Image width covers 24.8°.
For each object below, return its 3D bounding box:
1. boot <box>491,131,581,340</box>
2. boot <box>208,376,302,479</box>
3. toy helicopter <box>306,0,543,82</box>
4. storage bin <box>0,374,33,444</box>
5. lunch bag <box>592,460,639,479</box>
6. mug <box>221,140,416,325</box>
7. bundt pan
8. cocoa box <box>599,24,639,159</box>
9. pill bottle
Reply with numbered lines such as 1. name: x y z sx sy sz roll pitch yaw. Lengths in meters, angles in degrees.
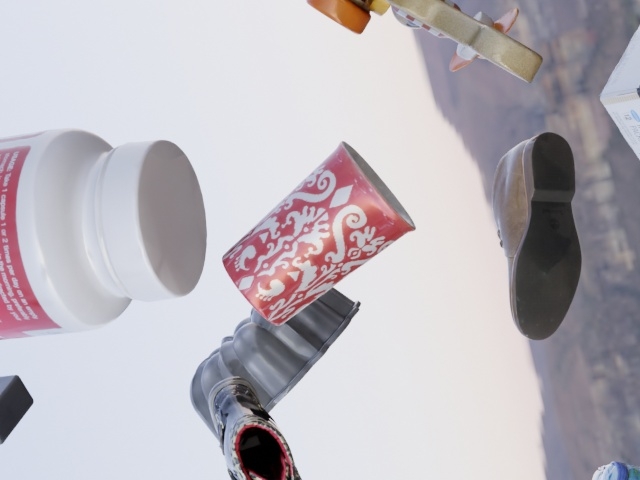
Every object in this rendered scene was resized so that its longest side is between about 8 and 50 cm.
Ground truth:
1. boot: 0.311 0.000 2.157 0.115 0.112 0.305 -14 68 58
2. boot: -0.064 0.294 1.775 0.178 0.085 0.236 -143 29 -76
3. toy helicopter: 0.159 -0.260 1.766 0.235 0.140 0.355 26 -170 -37
4. storage bin: -0.491 0.249 2.136 0.098 0.091 0.135 64 -151 -22
5. lunch bag: 0.348 0.347 1.676 0.219 0.090 0.176 64 -143 -81
6. mug: 0.003 0.006 1.455 0.150 0.169 0.113 41 -168 -52
7. bundt pan: -0.089 0.178 2.355 0.124 0.331 0.331 44 -168 -1
8. cocoa box: 0.570 -0.149 1.868 0.347 0.228 0.231 51 -124 -26
9. pill bottle: -0.346 -0.003 1.634 0.229 0.408 0.229 -6 -90 -70
